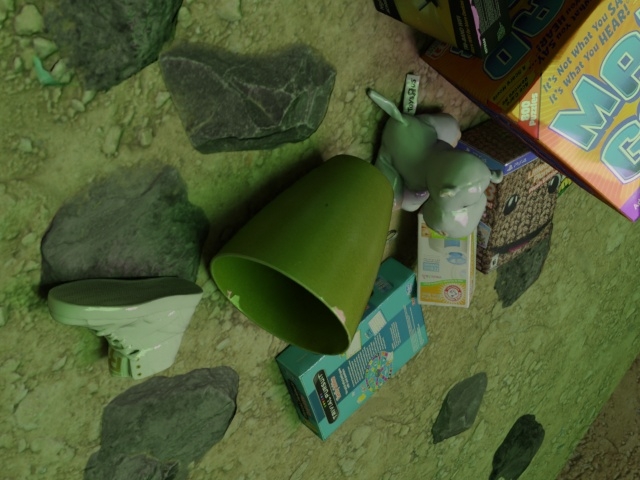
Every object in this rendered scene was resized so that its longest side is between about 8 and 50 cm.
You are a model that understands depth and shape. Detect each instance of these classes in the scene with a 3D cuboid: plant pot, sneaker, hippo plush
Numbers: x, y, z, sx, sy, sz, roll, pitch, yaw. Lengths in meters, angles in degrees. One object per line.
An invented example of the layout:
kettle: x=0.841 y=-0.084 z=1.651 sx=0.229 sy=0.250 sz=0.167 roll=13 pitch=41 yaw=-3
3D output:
plant pot: x=0.000 y=0.000 z=1.738 sx=0.293 sy=0.274 sz=0.275 roll=-58 pitch=148 yaw=-25
sneaker: x=-0.318 y=0.151 z=1.585 sx=0.292 sy=0.108 sz=0.169 roll=2 pitch=113 yaw=-51
hippo plush: x=0.238 y=-0.140 z=1.883 sx=0.234 sy=0.236 sz=0.294 roll=-26 pitch=135 yaw=-34

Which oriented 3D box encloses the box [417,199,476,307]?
box: x=0.265 y=0.028 z=2.091 sx=0.103 sy=0.114 sz=0.203 roll=-51 pitch=143 yaw=-64

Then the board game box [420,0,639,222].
board game box: x=0.473 y=-0.320 z=1.777 sx=0.356 sy=0.356 sz=0.356 roll=33 pitch=100 yaw=-30

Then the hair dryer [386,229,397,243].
hair dryer: x=0.043 y=0.074 z=1.944 sx=0.293 sy=0.080 sz=0.223 roll=-42 pitch=160 yaw=-1

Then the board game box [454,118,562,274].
board game box: x=0.400 y=-0.113 z=2.177 sx=0.232 sy=0.141 sz=0.291 roll=-28 pitch=137 yaw=-33

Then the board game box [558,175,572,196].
board game box: x=0.588 y=-0.172 z=2.447 sx=0.260 sy=0.030 sz=0.136 roll=-45 pitch=146 yaw=-14

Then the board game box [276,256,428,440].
board game box: x=0.077 y=0.232 z=2.132 sx=0.336 sy=0.079 sz=0.254 roll=-40 pitch=141 yaw=-20

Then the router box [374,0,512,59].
router box: x=0.160 y=-0.450 z=1.540 sx=0.081 sy=0.243 sz=0.309 roll=-45 pitch=143 yaw=-14
